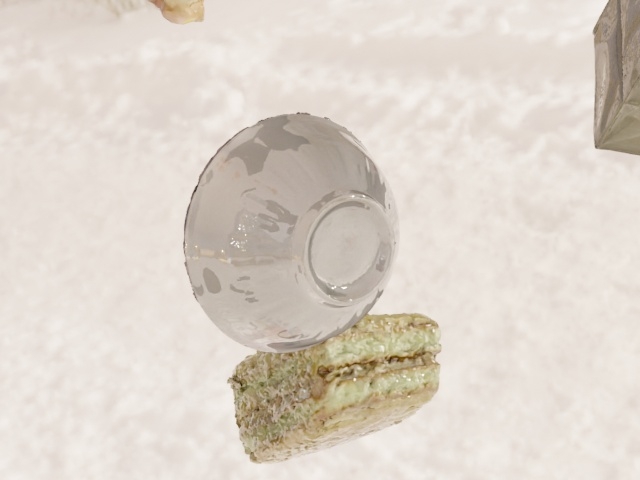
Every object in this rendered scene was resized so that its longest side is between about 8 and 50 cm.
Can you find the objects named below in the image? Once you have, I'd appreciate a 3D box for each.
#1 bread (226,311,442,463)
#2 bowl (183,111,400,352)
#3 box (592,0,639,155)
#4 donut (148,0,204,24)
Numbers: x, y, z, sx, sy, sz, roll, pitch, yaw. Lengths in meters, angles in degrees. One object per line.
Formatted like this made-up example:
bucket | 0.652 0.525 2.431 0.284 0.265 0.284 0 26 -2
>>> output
bread | 0.013 0.128 1.113 0.138 0.102 0.196 -12 -12 -33
bowl | 0.000 0.000 0.941 0.189 0.189 0.086 -27 22 -28
box | 0.385 -0.165 1.156 0.231 0.155 0.149 10 58 -5
donut | -0.139 -0.153 0.445 0.232 0.199 0.085 -28 -7 -33
